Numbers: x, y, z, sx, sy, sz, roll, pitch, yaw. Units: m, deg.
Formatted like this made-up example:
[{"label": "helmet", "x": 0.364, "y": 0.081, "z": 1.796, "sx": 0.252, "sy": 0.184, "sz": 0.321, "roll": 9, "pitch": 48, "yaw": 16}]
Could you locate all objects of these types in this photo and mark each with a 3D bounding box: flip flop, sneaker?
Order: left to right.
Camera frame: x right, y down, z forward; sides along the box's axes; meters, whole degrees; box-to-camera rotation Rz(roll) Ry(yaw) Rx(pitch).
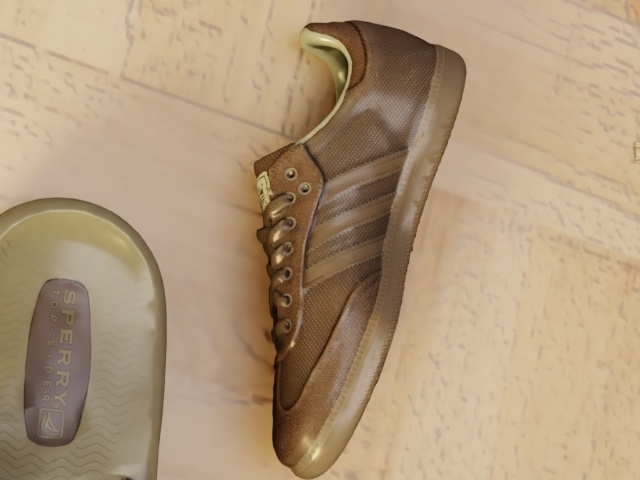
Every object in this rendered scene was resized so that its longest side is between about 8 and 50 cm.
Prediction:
[{"label": "flip flop", "x": -0.088, "y": 0.115, "z": 0.632, "sx": 0.112, "sy": 0.080, "sz": 0.277, "roll": 10, "pitch": 72, "yaw": -29}, {"label": "sneaker", "x": 0.000, "y": 0.000, "z": 0.718, "sx": 0.071, "sy": 0.066, "sz": 0.188, "roll": 20, "pitch": 71, "yaw": -6}]

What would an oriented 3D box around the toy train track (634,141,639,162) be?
[{"label": "toy train track", "x": 0.167, "y": -0.058, "z": 0.821, "sx": 0.048, "sy": 0.014, "sz": 0.083, "roll": 0, "pitch": 85, "yaw": -26}]
